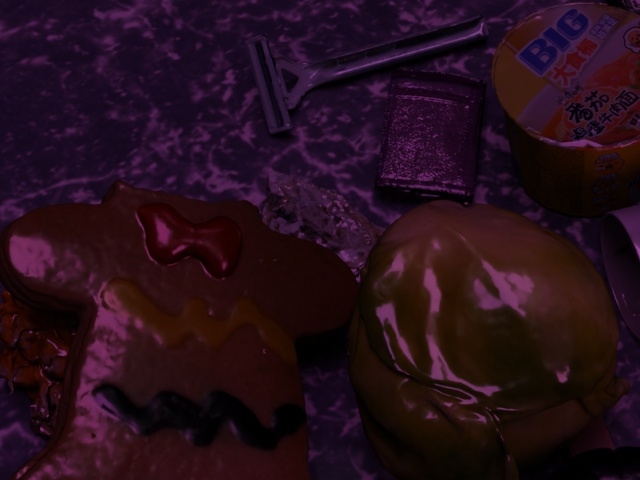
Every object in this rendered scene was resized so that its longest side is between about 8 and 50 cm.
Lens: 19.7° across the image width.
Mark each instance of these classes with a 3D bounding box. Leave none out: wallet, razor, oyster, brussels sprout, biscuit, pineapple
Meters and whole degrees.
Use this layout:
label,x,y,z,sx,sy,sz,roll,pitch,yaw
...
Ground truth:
label,x,y,z,sx,sy,sz,roll,pitch,yaw
wallet,0.123,-0.117,2.022,0.111,0.030,0.166,9,57,-1
razor,0.058,-0.208,2.097,0.277,0.056,0.111,-16,91,-14
oyster,0.000,0.000,1.944,0.177,0.064,0.125,22,55,18
brussels sprout,0.154,0.109,1.745,0.259,0.227,0.294,-23,77,-6
biscuit,-0.138,0.128,1.746,0.368,0.076,0.394,12,62,-17
pineapple,-0.249,0.131,1.830,0.249,0.140,0.164,24,61,17

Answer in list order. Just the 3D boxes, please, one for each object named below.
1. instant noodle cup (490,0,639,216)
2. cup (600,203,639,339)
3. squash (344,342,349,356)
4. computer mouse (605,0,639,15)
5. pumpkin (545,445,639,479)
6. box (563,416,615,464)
label,x,y,z,sx,sy,sz,roll,pitch,yaw
instant noodle cup,0.281,-0.128,1.952,0.205,0.153,0.205,-2,52,3
cup,0.369,0.020,1.869,0.142,0.173,0.134,-16,86,-8
squash,0.111,0.071,1.882,0.201,0.066,0.066,-31,57,-9
computer mouse,0.365,-0.296,2.129,0.079,0.047,0.135,-4,52,1
pumpkin,0.274,0.282,1.665,0.194,0.150,0.194,-16,54,23
box,0.264,0.211,1.787,0.048,0.025,0.115,-14,54,-8
